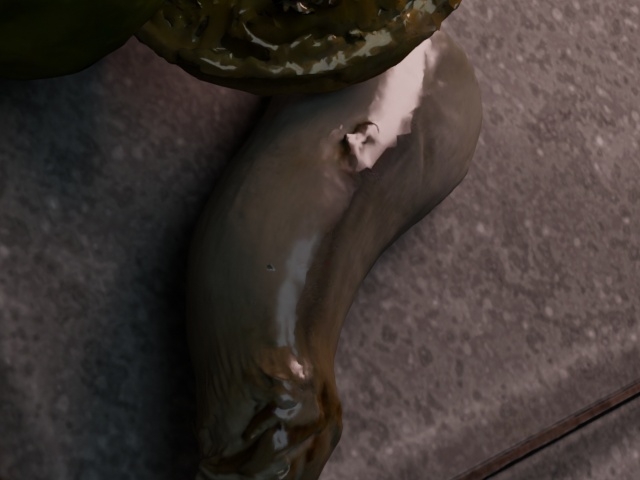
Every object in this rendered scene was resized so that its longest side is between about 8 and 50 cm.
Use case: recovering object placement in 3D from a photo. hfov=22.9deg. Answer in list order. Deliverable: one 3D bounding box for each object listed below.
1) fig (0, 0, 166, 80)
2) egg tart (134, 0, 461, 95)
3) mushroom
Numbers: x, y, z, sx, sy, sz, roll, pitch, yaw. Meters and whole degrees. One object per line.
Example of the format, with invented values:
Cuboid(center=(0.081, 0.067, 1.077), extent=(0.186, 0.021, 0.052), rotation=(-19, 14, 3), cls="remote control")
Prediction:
Cuboid(center=(-0.219, -0.166, 0.928), extent=(0.275, 0.206, 0.206), rotation=(-41, 103, -16), cls="fig")
Cuboid(center=(-0.030, -0.234, 1.055), extent=(0.290, 0.107, 0.291), rotation=(0, 73, 0), cls="egg tart")
Cuboid(center=(0.000, 0.001, 1.074), extent=(0.177, 0.126, 0.397), rotation=(54, 45, -24), cls="mushroom")
